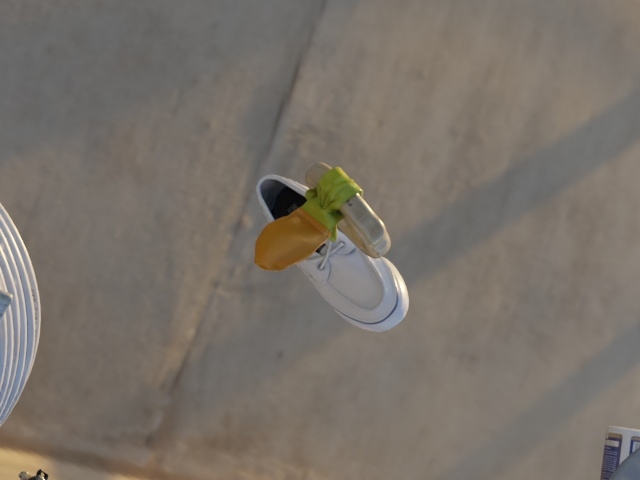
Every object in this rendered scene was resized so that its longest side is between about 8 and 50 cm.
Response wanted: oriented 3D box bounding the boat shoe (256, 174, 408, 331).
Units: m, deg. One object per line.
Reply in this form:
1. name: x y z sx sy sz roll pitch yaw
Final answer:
1. boat shoe: 0.004 0.014 1.990 0.095 0.258 0.084 -50 147 3

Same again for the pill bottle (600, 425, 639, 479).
1. pill bottle: 0.410 0.312 2.182 0.067 0.067 0.120 16 81 -54

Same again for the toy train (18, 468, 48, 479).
1. toy train: -0.237 0.233 1.179 0.027 0.036 0.158 48 45 -28

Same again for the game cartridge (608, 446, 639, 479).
1. game cartridge: 0.290 0.148 0.758 0.297 0.198 0.062 -6 123 -44

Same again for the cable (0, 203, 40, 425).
1. cable: -0.328 0.047 1.208 0.089 0.257 0.257 -24 145 -56

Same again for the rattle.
1. rattle: 0.000 0.000 1.812 0.143 0.130 0.199 -57 -175 -7
